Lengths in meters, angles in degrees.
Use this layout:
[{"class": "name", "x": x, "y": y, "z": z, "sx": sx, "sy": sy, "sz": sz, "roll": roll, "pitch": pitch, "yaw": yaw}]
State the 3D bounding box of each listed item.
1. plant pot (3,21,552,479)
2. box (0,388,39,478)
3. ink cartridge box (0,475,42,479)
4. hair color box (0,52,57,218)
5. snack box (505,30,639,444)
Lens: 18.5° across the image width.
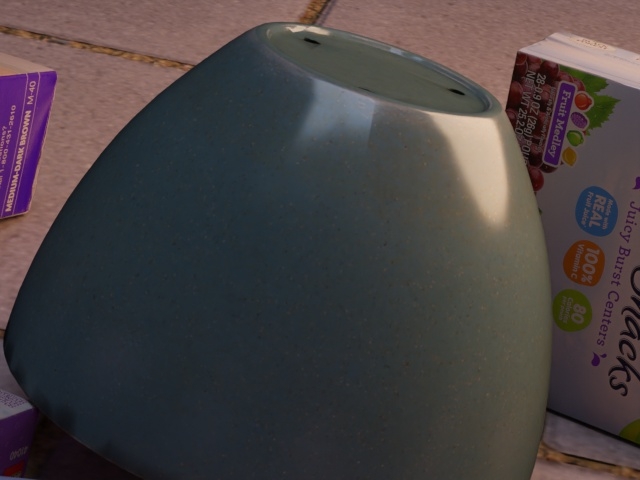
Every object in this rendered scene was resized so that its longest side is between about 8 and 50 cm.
[{"class": "plant pot", "x": 0.000, "y": 0.000, "z": 1.023, "sx": 0.290, "sy": 0.195, "sz": 0.290, "roll": 16, "pitch": 18, "yaw": -5}, {"class": "box", "x": -0.312, "y": 0.072, "z": 0.937, "sx": 0.293, "sy": 0.057, "sz": 0.201, "roll": 20, "pitch": 14, "yaw": 22}, {"class": "ink cartridge box", "x": -0.148, "y": 0.202, "z": 0.651, "sx": 0.395, "sy": 0.151, "sz": 0.270, "roll": 5, "pitch": 25, "yaw": -7}, {"class": "hair color box", "x": -0.323, "y": -0.069, "z": 1.151, "sx": 0.185, "sy": 0.110, "sz": 0.339, "roll": 19, "pitch": 16, "yaw": 19}, {"class": "snack box", "x": 0.182, "y": 0.005, "z": 1.125, "sx": 0.174, "sy": 0.207, "sz": 0.070, "roll": 22, "pitch": 27, "yaw": 23}]
